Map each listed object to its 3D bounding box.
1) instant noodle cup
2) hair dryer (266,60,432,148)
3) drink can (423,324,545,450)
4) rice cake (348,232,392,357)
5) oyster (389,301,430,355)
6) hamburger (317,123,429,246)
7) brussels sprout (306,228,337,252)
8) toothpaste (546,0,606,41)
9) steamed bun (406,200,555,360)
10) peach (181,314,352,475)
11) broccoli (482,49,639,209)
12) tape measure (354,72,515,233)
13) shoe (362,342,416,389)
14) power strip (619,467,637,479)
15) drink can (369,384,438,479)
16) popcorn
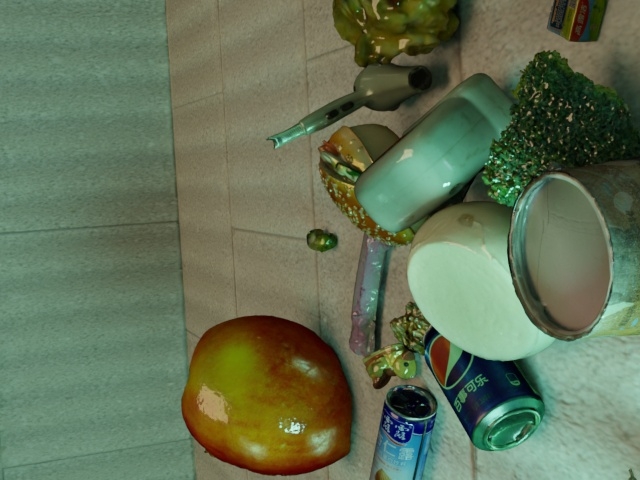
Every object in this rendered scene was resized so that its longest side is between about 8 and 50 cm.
[{"bbox_3d":[0.324,0.005,0.947,0.217,0.207,0.217,174,90,-68],"label":"instant noodle cup"},{"bbox_3d":[0.069,-0.226,1.516,0.229,0.267,0.092,-8,114,55],"label":"hair dryer"},{"bbox_3d":[0.233,0.201,1.343,0.205,0.118,0.118,-118,31,-47],"label":"drink can"},{"bbox_3d":[0.092,0.099,1.763,0.081,0.051,0.290,-125,36,-53],"label":"rice cake"},{"bbox_3d":[0.171,0.152,1.581,0.177,0.056,0.105,22,123,61],"label":"oyster"},{"bbox_3d":[0.090,-0.089,1.538,0.237,0.147,0.237,56,175,7],"label":"hamburger"},{"bbox_3d":[0.000,0.001,1.979,0.051,0.046,0.083,-53,22,-8],"label":"brussels sprout"},{"bbox_3d":[0.325,-0.332,1.089,0.070,0.044,0.193,-127,37,-54],"label":"toothpaste"},{"bbox_3d":[0.236,0.043,1.234,0.232,0.145,0.232,30,143,26],"label":"steamed bun"},{"bbox_3d":[-0.106,0.334,1.985,0.306,0.380,0.242,-79,2,-50],"label":"peach"},{"bbox_3d":[0.284,-0.135,1.116,0.194,0.194,0.219,50,163,55],"label":"broccoli"},{"bbox_3d":[0.166,-0.113,1.323,0.125,0.246,0.243,46,152,-2],"label":"tape measure"},{"bbox_3d":[0.130,0.228,1.674,0.109,0.072,0.069,-19,76,23],"label":"shoe"},{"bbox_3d":[0.395,0.428,0.993,0.043,0.106,0.367,127,134,-57],"label":"power strip"},{"bbox_3d":[0.143,0.377,1.637,0.097,0.097,0.235,-125,36,-52],"label":"drink can"},{"bbox_3d":[0.118,-0.369,1.437,0.218,0.169,0.189,-6,96,51],"label":"popcorn"}]
